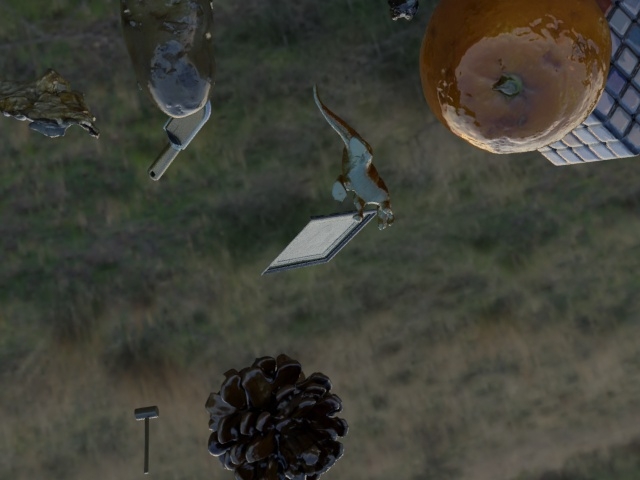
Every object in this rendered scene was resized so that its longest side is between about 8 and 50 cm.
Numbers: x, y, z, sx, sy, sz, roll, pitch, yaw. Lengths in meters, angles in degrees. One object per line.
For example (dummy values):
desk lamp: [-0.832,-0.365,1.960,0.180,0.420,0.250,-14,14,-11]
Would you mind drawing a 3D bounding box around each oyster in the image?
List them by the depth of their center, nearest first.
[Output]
oyster: [-0.401,-0.201,1.592,0.191,0.081,0.163,8,-161,-7]

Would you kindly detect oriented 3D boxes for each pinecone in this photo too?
pinecone: [-0.056,0.236,1.449,0.179,0.195,0.150,-37,135,-14]

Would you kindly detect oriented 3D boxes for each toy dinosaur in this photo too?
toy dinosaur: [0.055,-0.109,1.475,0.057,0.212,0.142,-8,-172,20]

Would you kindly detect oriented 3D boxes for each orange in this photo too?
orange: [0.264,-0.247,1.540,0.261,0.261,0.261,-15,164,-4]

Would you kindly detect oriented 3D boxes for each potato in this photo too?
potato: [-0.262,-0.342,1.943,0.165,0.262,0.165,-5,-172,1]

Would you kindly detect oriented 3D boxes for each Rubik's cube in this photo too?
Rubik's cube: [0.552,-0.358,2.382,0.293,0.292,0.287,36,164,-21]

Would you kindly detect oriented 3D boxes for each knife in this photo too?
knife: [-0.282,-0.204,2.181,0.027,0.061,0.343,-47,-175,-35]

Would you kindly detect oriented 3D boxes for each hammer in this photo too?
hammer: [-0.275,0.315,1.780,0.035,0.110,0.019,-9,151,7]

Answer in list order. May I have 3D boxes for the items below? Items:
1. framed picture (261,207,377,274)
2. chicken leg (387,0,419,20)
framed picture: [0.000,0.000,2.207,0.199,0.010,0.195,-10,153,-45]
chicken leg: [0.070,-0.395,1.425,0.106,0.253,0.051,-15,173,36]
